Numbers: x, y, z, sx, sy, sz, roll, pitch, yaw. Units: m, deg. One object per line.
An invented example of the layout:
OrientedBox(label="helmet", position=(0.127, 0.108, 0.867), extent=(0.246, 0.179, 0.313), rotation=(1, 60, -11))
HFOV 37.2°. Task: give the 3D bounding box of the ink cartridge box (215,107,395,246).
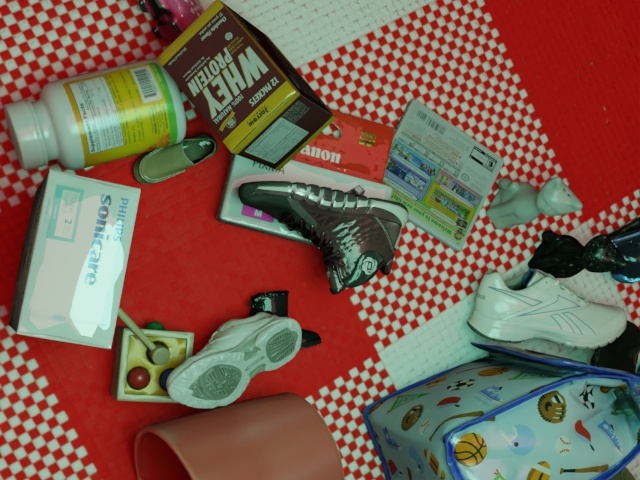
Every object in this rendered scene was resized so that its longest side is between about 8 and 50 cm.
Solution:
OrientedBox(label="ink cartridge box", position=(-0.013, -0.114, 1.585), extent=(0.275, 0.060, 0.239), rotation=(14, 84, -14))

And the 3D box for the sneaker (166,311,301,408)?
OrientedBox(label="sneaker", position=(-0.146, 0.181, 1.476), extent=(0.232, 0.115, 0.090), rotation=(-24, 117, -31))

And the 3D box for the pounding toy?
OrientedBox(label="pounding toy", position=(-0.266, 0.177, 1.467), extent=(0.130, 0.100, 0.141), rotation=(6, 86, -21))

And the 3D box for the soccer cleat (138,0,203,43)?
OrientedBox(label="soccer cleat", position=(-0.241, -0.436, 1.496), extent=(0.143, 0.116, 0.331), rotation=(-39, 101, -20))

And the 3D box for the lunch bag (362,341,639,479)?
OrientedBox(label="lunch bag", position=(0.314, 0.299, 1.562), extent=(0.385, 0.328, 0.239), rotation=(-20, 96, -19))

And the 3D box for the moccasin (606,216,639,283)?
OrientedBox(label="moccasin", position=(0.681, -0.053, 1.815), extent=(0.342, 0.138, 0.117), rotation=(-37, 96, -19))

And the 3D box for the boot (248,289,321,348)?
OrientedBox(label="boot", position=(-0.060, 0.132, 1.577), extent=(0.121, 0.045, 0.099), rotation=(-5, 90, -16))

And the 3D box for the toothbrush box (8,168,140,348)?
OrientedBox(label="toothbrush box", position=(-0.352, 0.031, 1.338), extent=(0.126, 0.295, 0.216), rotation=(12, 84, -20))

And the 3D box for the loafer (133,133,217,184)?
OrientedBox(label="loafer", position=(-0.230, -0.136, 1.521), extent=(0.148, 0.050, 0.056), rotation=(-29, 98, -19))

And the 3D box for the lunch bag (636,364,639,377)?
OrientedBox(label="lunch bag", position=(0.651, 0.269, 1.824), extent=(0.098, 0.067, 0.065), rotation=(34, 76, -15))

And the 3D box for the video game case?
OrientedBox(label="video game case", position=(0.205, -0.116, 1.698), extent=(0.212, 0.023, 0.193), rotation=(31, 77, -17))

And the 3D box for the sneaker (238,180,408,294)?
OrientedBox(label="sneaker", position=(0.000, 0.000, 1.499), extent=(0.281, 0.106, 0.162), rotation=(10, 87, -15))

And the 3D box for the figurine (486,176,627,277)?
OrientedBox(label="figurine", position=(0.417, -0.024, 1.674), extent=(0.092, 0.209, 0.215), rotation=(-44, 102, -17))

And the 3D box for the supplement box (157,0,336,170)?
OrientedBox(label="supplement box", position=(-0.108, -0.230, 1.441), extent=(0.129, 0.194, 0.191), rotation=(-42, 75, 11))

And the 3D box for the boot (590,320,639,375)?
OrientedBox(label="boot", position=(0.528, 0.265, 1.766), extent=(0.085, 0.236, 0.178), rotation=(18, 123, 11))

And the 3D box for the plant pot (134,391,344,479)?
OrientedBox(label="plant pot", position=(-0.115, 0.364, 1.443), extent=(0.243, 0.275, 0.275), rotation=(-19, 94, -30))

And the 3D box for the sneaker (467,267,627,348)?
OrientedBox(label="sneaker", position=(0.413, 0.119, 1.692), extent=(0.297, 0.111, 0.129), rotation=(4, 101, -14))

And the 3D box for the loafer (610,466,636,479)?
OrientedBox(label="loafer", position=(0.625, 0.502, 1.790), extent=(0.251, 0.094, 0.087), rotation=(36, 80, -15))

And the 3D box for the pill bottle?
OrientedBox(label="pill bottle", position=(-0.340, -0.185, 1.436), extent=(0.245, 0.136, 0.136), rotation=(-18, 94, -20))
